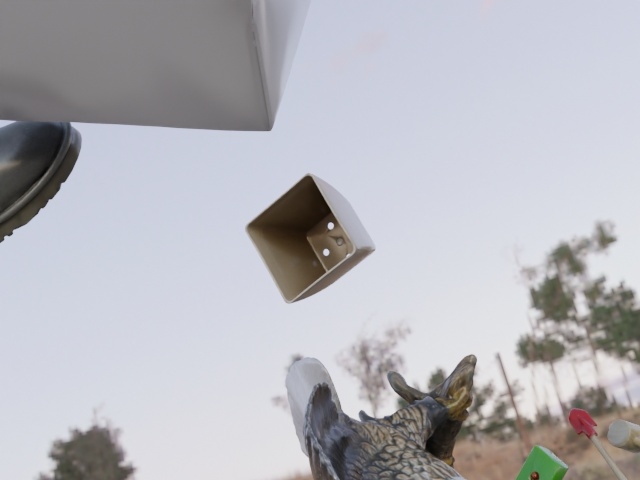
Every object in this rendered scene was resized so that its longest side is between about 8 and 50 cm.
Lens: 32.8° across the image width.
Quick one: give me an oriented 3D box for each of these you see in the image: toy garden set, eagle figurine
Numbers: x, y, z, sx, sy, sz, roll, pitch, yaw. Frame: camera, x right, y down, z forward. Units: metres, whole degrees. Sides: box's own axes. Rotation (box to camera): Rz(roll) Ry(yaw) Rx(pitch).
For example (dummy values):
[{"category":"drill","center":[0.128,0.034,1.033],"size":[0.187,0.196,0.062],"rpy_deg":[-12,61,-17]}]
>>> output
[{"category":"toy garden set","center":[0.290,0.267,1.037],"size":[0.049,0.244,0.204],"rpy_deg":[21,-79,-33]},{"category":"eagle figurine","center":[0.047,0.205,0.803],"size":[0.225,0.226,0.298],"rpy_deg":[-32,8,35]}]

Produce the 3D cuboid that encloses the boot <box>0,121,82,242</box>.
[{"category":"boot","center":[-0.263,-0.067,0.594],"size":[0.189,0.076,0.208],"rpy_deg":[-33,-54,5]}]

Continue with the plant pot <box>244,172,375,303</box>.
[{"category":"plant pot","center":[0.000,0.000,1.251],"size":[0.109,0.109,0.096],"rpy_deg":[-39,-21,24]}]

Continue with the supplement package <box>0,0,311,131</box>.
[{"category":"supplement package","center":[-0.091,-0.222,0.599],"size":[0.175,0.293,0.177],"rpy_deg":[4,-43,10]}]
